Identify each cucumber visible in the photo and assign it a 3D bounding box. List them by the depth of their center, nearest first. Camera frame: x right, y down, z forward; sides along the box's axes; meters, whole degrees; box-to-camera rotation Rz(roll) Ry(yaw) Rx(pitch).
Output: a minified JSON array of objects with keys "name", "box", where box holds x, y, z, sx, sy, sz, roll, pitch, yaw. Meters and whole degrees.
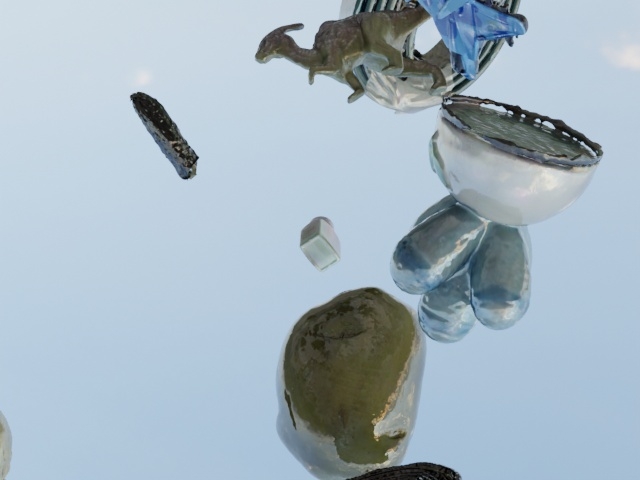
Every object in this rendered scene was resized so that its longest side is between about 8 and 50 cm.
[{"name":"cucumber","box":[-0.275,-0.188,2.203,0.053,0.181,0.053,-33,-164,11]}]

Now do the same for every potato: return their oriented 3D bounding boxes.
[{"name":"potato","box":[0.045,0.230,2.014,0.243,0.221,0.326,9,-105,19]}]

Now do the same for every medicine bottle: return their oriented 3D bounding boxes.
[{"name":"medicine bottle","box":[0.000,0.000,2.389,0.055,0.074,0.118,-34,-159,16]}]

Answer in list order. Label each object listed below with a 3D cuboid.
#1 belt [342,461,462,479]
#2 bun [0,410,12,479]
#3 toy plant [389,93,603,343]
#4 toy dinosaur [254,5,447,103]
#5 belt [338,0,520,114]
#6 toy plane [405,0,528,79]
[{"name":"belt","box":[0.074,0.426,1.760,0.289,0.164,0.184,-14,-168,-17]},{"name":"bun","box":[-0.606,0.378,2.120,0.210,0.237,0.116,14,169,27]},{"name":"toy plant","box":[0.218,-0.010,1.700,0.247,0.332,0.247,17,-160,-6]},{"name":"toy dinosaur","box":[0.056,-0.274,1.794,0.294,0.077,0.162,-7,-127,-22]},{"name":"belt","box":[0.210,-0.455,2.388,0.300,0.436,0.173,22,-165,-16]},{"name":"toy plane","box":[0.146,-0.227,1.268,0.169,0.246,0.078,32,-93,23]}]
